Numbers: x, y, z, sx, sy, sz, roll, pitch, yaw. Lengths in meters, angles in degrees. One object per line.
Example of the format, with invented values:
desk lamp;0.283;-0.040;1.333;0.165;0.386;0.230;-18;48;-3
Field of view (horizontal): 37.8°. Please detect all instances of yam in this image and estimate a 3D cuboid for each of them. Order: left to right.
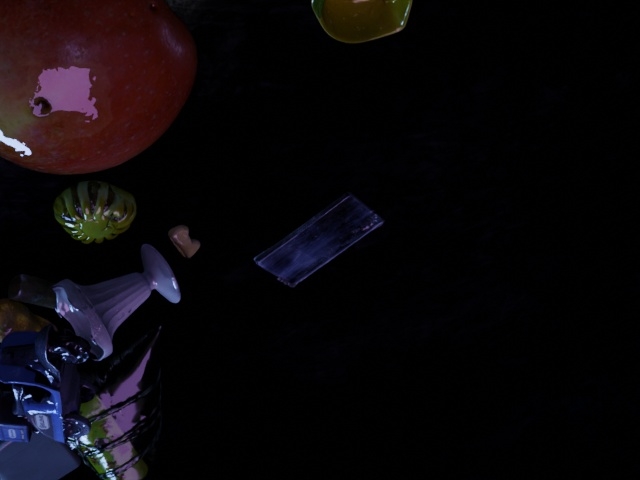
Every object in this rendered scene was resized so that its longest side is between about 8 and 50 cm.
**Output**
yam;-0.517;0.097;1.738;0.054;0.054;0.132;-40;145;21

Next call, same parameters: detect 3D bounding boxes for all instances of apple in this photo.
apple;-0.321;-0.247;1.125;0.277;0.348;0.348;-35;147;-1

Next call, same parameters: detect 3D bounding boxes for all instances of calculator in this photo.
calculator;0.000;0.000;1.970;0.262;0.021;0.161;-35;145;14

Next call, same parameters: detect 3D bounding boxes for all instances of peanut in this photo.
peanut;-0.564;0.175;1.784;0.087;0.087;0.206;-29;145;6

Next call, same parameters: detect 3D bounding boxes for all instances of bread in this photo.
bread;-0.387;-0.047;1.609;0.130;0.071;0.139;-25;147;8

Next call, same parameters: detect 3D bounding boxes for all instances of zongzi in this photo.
zongzi;-0.411;0.325;1.980;0.362;0.319;0.383;-31;128;12

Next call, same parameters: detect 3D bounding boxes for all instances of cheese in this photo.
cheese;-0.259;0.000;1.793;0.044;0.030;0.083;-43;144;-12

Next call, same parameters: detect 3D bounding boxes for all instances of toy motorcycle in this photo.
toy motorcycle;-0.529;0.264;1.722;0.213;0.125;0.358;5;140;-8

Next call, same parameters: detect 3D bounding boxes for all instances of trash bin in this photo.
trash bin;-0.651;0.456;2.067;0.177;0.101;0.236;-32;141;-14

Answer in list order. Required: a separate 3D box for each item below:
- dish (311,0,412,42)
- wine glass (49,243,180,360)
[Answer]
dish;0.054;-0.384;1.423;0.149;0.080;0.208;-37;147;24
wine glass;-0.371;0.106;1.721;0.196;0.165;0.165;-33;151;-24
